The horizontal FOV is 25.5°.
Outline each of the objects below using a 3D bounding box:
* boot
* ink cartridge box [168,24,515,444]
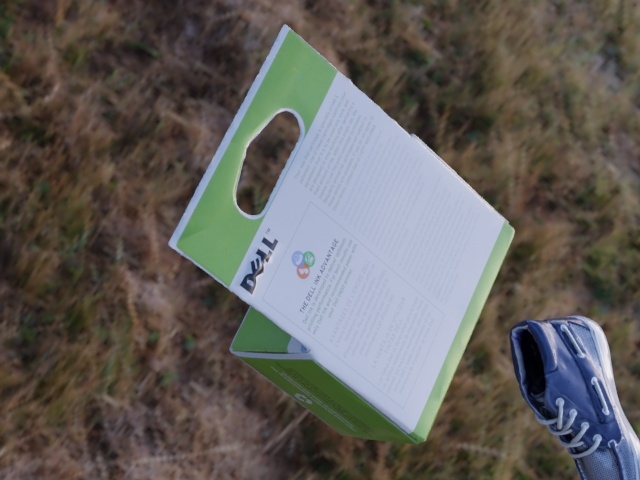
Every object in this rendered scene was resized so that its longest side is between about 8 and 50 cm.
[{"bbox_3d":[0.215,0.156,1.198,0.086,0.069,0.190,1,65,-40],"label":"boot"},{"bbox_3d":[0.000,0.000,1.004,0.255,0.097,0.189,40,64,-30],"label":"ink cartridge box"}]
